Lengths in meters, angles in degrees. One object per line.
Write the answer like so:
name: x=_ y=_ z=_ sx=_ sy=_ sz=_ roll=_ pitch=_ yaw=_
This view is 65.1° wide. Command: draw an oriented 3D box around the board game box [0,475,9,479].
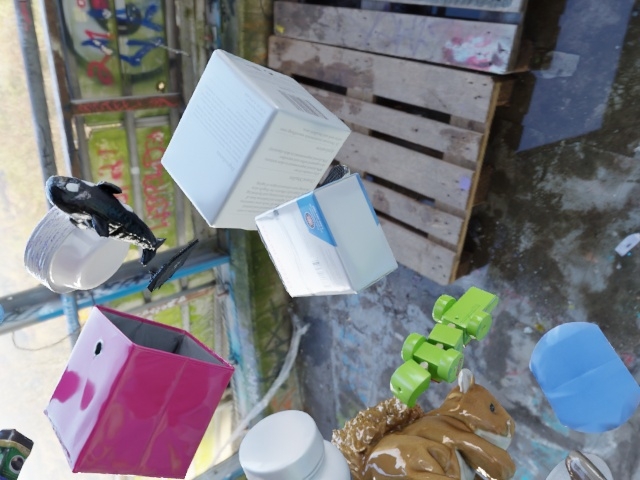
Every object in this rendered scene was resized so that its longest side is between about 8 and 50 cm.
board game box: x=-0.579 y=0.473 z=0.758 sx=0.078 sy=0.233 sz=0.347 roll=42 pitch=146 yaw=10

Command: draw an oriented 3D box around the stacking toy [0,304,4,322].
stacking toy: x=-0.591 y=0.066 z=0.752 sx=0.175 sy=0.166 sz=0.302 roll=54 pitch=140 yaw=-2

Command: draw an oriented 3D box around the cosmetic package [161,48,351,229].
cosmetic package: x=-0.198 y=-0.279 z=1.500 sx=0.327 sy=0.330 sz=0.393 roll=47 pitch=116 yaw=28

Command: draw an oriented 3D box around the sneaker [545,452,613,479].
sneaker: x=0.399 y=0.490 z=0.784 sx=0.105 sy=0.295 sz=0.146 roll=0 pitch=126 yaw=36

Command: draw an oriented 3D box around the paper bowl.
paper bowl: x=-0.641 y=0.019 z=1.376 sx=0.148 sy=0.284 sz=0.284 roll=33 pitch=132 yaw=9

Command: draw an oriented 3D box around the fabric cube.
fabric cube: x=-0.394 y=0.323 z=1.087 sx=0.254 sy=0.259 sz=0.258 roll=20 pitch=83 yaw=48

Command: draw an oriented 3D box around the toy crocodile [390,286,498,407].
toy crocodile: x=0.275 y=0.218 z=1.082 sx=0.115 sy=0.340 sz=0.105 roll=19 pitch=136 yaw=37

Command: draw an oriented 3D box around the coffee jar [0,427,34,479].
coffee jar: x=-0.770 y=0.554 z=1.208 sx=0.079 sy=0.184 sz=0.096 roll=-3 pitch=136 yaw=9

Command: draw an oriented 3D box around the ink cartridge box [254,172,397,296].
ink cartridge box: x=0.000 y=0.000 z=1.136 sx=0.307 sy=0.129 sz=0.223 roll=-14 pitch=103 yaw=60

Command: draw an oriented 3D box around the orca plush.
orca plush: x=-0.481 y=-0.026 z=1.117 sx=0.102 sy=0.151 sz=0.287 roll=-102 pitch=-15 yaw=-47

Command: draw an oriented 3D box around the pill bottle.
pill bottle: x=-0.017 y=0.451 z=0.841 sx=0.176 sy=0.176 sz=0.318 roll=5 pitch=121 yaw=49

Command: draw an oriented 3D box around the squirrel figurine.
squirrel figurine: x=0.238 y=0.448 z=1.132 sx=0.397 sy=0.370 sz=0.280 roll=11 pitch=126 yaw=35

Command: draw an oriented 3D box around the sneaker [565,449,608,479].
sneaker: x=0.331 y=0.338 z=0.567 sx=0.071 sy=0.066 sz=0.188 roll=-37 pitch=64 yaw=10

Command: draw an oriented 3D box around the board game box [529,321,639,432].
board game box: x=0.420 y=0.217 z=0.800 sx=0.133 sy=0.033 sz=0.168 roll=-45 pitch=49 yaw=32

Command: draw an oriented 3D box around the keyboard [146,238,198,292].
keyboard: x=-0.300 y=0.046 z=0.981 sx=0.038 sy=0.192 sz=0.100 roll=36 pitch=101 yaw=-5

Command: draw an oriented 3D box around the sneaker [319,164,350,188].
sneaker: x=0.056 y=-0.154 z=1.364 sx=0.161 sy=0.076 sz=0.057 roll=132 pitch=135 yaw=-56
